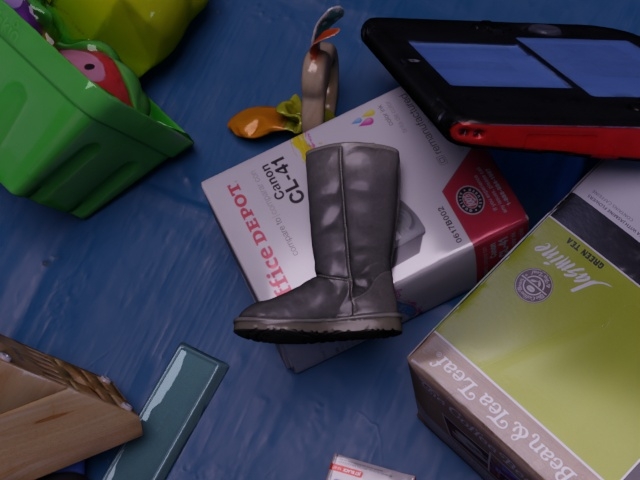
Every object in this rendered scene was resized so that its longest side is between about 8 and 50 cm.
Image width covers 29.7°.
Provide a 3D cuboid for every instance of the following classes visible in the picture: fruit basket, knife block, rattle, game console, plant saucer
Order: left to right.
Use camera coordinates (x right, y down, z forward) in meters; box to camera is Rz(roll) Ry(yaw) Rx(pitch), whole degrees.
[{"bbox_3d":[-0.362,0.225,1.280,0.242,0.275,0.088,-57,38,4],"label":"knife block"},{"bbox_3d":[-0.294,-0.258,1.461,0.392,0.283,0.392,-3,80,19],"label":"fruit basket"},{"bbox_3d":[-0.179,0.208,1.365,0.067,0.018,0.192,24,73,16],"label":"plant saucer"},{"bbox_3d":[-0.041,-0.198,1.419,0.142,0.200,0.130,22,71,15],"label":"rattle"},{"bbox_3d":[0.245,-0.173,1.290,0.342,0.060,0.386,4,23,-14],"label":"game console"}]

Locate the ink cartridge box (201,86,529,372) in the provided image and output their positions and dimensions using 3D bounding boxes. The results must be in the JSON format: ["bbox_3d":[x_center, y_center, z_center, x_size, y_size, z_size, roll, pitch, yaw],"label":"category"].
[{"bbox_3d":[0.051,-0.021,1.372,0.306,0.131,0.226,-26,67,-6],"label":"ink cartridge box"}]

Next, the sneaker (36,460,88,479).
[{"bbox_3d":[-0.362,0.304,1.311,0.232,0.081,0.090,-15,59,-1],"label":"sneaker"}]

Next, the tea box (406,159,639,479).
[{"bbox_3d":[0.314,0.147,1.217,0.323,0.220,0.329,-43,68,-12],"label":"tea box"}]

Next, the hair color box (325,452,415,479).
[{"bbox_3d":[0.035,0.319,1.271,0.093,0.053,0.167,13,71,12],"label":"hair color box"}]

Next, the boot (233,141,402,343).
[{"bbox_3d":[-0.001,0.001,1.258,0.189,0.076,0.209,-2,76,-10],"label":"boot"}]
